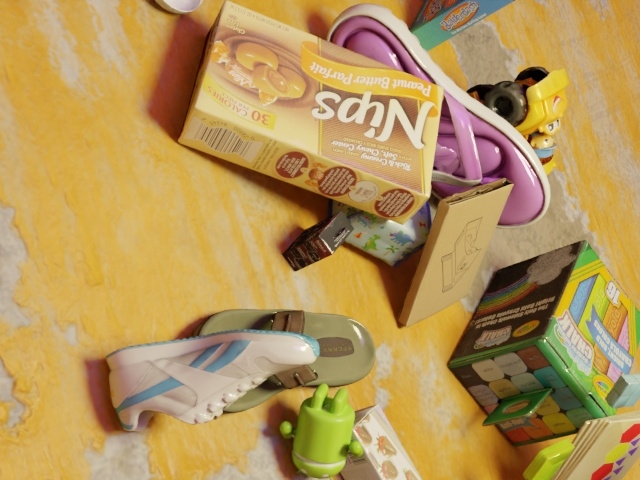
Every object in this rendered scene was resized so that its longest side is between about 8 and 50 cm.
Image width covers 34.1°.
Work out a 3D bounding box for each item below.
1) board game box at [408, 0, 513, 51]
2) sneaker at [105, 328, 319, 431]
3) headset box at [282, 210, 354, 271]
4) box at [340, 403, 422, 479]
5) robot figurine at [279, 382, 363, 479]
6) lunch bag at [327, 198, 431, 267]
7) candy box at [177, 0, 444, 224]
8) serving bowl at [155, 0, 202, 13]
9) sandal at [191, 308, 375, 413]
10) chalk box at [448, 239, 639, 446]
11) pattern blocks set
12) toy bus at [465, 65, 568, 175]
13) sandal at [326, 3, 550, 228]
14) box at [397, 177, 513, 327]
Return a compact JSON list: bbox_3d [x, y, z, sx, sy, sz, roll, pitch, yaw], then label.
[{"bbox_3d":[0.246,-0.400,1.660,0.047,0.210,0.160,44,47,-20],"label":"board game box"},{"bbox_3d":[-0.110,0.144,1.102,0.087,0.229,0.092,34,46,-77],"label":"sneaker"},{"bbox_3d":[0.000,0.000,1.343,0.032,0.083,0.062,53,44,-12],"label":"headset box"},{"bbox_3d":[0.114,0.361,1.313,0.063,0.067,0.324,-36,98,-46],"label":"box"},{"bbox_3d":[0.003,0.231,1.239,0.067,0.101,0.115,-49,151,-73],"label":"robot figurine"},{"bbox_3d":[0.084,-0.060,1.449,0.129,0.096,0.151,29,42,-30],"label":"lunch bag"},{"bbox_3d":[-0.006,-0.162,1.335,0.316,0.087,0.183,20,58,-14],"label":"candy box"},{"bbox_3d":[-0.192,-0.326,1.339,0.083,0.027,0.083,19,60,-37],"label":"serving bowl"},{"bbox_3d":[-0.034,0.128,1.252,0.303,0.086,0.120,-5,76,-44],"label":"sandal"},{"bbox_3d":[0.325,0.172,1.516,0.179,0.180,0.289,50,47,-16],"label":"chalk box"},{"bbox_3d":[0.388,0.305,1.450,0.285,0.325,0.026,13,30,-42],"label":"pattern blocks set"},{"bbox_3d":[0.286,-0.141,1.591,0.149,0.220,0.211,-28,99,-51],"label":"toy bus"},{"bbox_3d":[0.153,-0.155,1.505,0.416,0.169,0.102,44,41,-5],"label":"sandal"},{"bbox_3d":[0.190,0.015,1.463,0.021,0.201,0.164,35,34,29],"label":"box"}]
